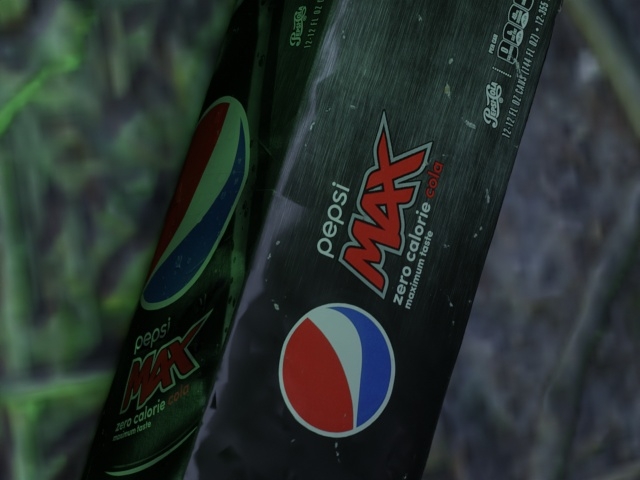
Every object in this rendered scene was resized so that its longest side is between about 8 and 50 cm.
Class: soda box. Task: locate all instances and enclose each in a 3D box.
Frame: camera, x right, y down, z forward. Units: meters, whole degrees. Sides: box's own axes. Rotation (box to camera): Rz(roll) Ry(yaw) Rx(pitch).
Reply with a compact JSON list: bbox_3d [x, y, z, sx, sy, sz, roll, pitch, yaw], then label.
[{"bbox_3d":[0.000,0.000,0.430,0.060,0.053,0.169,23,76,-26],"label":"soda box"}]
